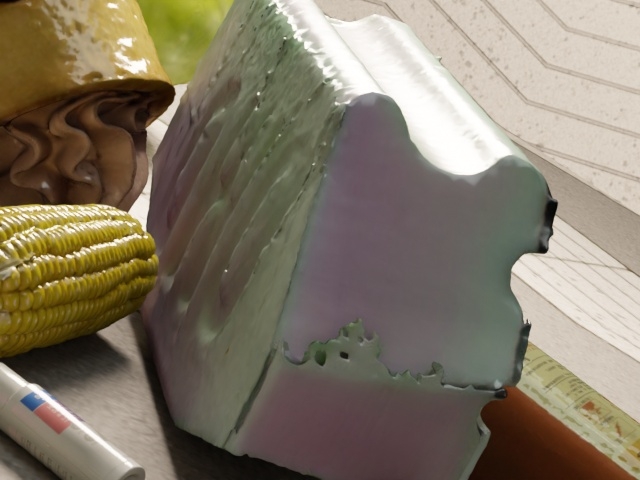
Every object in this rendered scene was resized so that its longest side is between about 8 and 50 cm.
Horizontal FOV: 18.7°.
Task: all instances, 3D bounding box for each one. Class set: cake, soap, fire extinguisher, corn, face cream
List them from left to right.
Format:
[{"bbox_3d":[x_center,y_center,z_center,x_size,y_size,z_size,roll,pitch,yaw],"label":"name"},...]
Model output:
[{"bbox_3d":[-0.179,0.022,1.232,0.093,0.093,0.244,32,14,15],"label":"corn"},{"bbox_3d":[-0.156,0.105,1.094,0.130,0.034,0.034,33,14,26],"label":"face cream"},{"bbox_3d":[-0.191,-0.087,1.438,0.178,0.208,0.185,60,19,13],"label":"cake"},{"bbox_3d":[0.000,0.000,1.304,0.156,0.261,0.446,23,15,-20],"label":"soap"},{"bbox_3d":[0.213,0.180,1.352,0.376,0.113,0.200,39,16,25],"label":"fire extinguisher"}]

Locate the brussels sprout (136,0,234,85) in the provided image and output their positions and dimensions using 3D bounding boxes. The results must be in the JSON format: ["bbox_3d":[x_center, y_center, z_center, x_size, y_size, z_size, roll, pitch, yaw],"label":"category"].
[{"bbox_3d":[-0.227,-0.243,1.823,0.344,0.268,0.344,38,-7,5],"label":"brussels sprout"}]
